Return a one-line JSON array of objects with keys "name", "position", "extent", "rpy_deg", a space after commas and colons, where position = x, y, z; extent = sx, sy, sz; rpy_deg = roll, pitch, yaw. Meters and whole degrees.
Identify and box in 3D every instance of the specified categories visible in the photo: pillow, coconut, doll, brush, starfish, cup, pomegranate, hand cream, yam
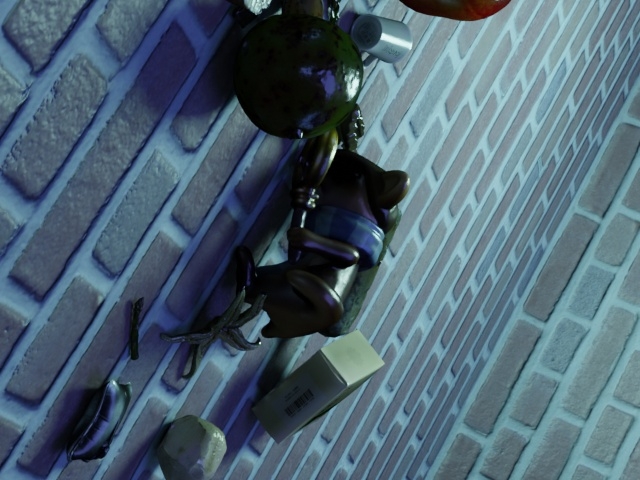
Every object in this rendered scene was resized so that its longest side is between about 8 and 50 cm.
[{"name": "pillow", "position": [-0.324, 0.265, 1.724], "extent": [0.091, 0.055, 0.136], "rpy_deg": [32, 81, -49]}, {"name": "coconut", "position": [-0.222, 0.360, 1.974], "extent": [0.124, 0.110, 0.110], "rpy_deg": [-63, 158, -22]}, {"name": "doll", "position": [-0.004, -0.001, 1.973], "extent": [0.340, 0.209, 0.318], "rpy_deg": [-59, 172, -18]}, {"name": "brush", "position": [0.045, -0.170, 2.065], "extent": [0.071, 0.084, 0.301], "rpy_deg": [-60, 163, -14]}, {"name": "starfish", "position": [-0.169, 0.147, 1.904], "extent": [0.216, 0.050, 0.223], "rpy_deg": [-1, 134, -51]}, {"name": "cup", "position": [0.093, -0.338, 2.018], "extent": [0.104, 0.074, 0.116], "rpy_deg": [-42, 161, 22]}, {"name": "pomegranate", "position": [-0.031, -0.260, 1.693], "extent": [0.202, 0.202, 0.248], "rpy_deg": [50, 37, -65]}, {"name": "hand cream", "position": [-0.071, -0.374, 1.652], "extent": [0.163, 0.039, 0.062], "rpy_deg": [-62, 173, -2]}, {"name": "yam", "position": [0.057, 0.039, 2.221], "extent": [0.133, 0.133, 0.330], "rpy_deg": [-26, 138, -57]}]

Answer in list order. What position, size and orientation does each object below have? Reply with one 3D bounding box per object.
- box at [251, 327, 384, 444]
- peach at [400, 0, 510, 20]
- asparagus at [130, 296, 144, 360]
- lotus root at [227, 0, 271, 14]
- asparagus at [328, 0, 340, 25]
[{"name": "box", "position": [-0.005, 0.281, 2.271], "extent": [0.212, 0.095, 0.168], "rpy_deg": [-43, 167, 29]}, {"name": "peach", "position": [0.239, -0.495, 2.024], "extent": [0.248, 0.245, 0.274], "rpy_deg": [-44, 178, 26]}, {"name": "asparagus", "position": [-0.273, 0.130, 1.745], "extent": [0.015, 0.014, 0.114], "rpy_deg": [-16, 131, -34]}, {"name": "lotus root", "position": [-0.097, -0.366, 1.544], "extent": [0.112, 0.081, 0.122], "rpy_deg": [-28, 137, -58]}, {"name": "asparagus", "position": [0.026, -0.325, 1.929], "extent": [0.023, 0.022, 0.233], "rpy_deg": [-28, 144, -22]}]
